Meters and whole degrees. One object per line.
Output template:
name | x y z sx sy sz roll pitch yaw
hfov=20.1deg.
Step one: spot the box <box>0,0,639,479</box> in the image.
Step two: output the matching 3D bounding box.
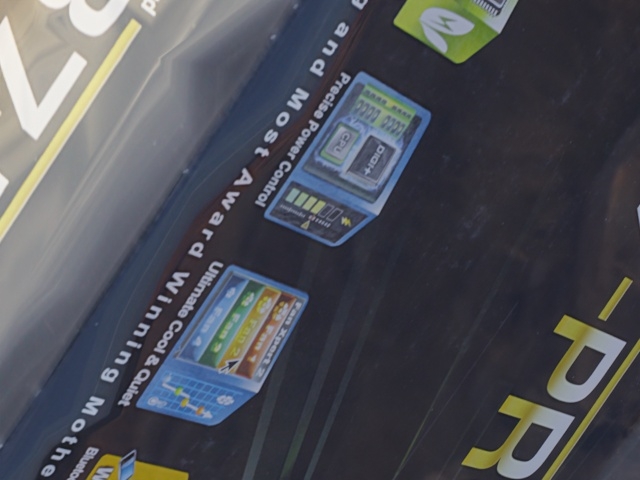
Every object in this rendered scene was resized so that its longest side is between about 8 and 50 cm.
box | 0.001 0.042 0.476 0.097 0.318 0.395 39 98 32
